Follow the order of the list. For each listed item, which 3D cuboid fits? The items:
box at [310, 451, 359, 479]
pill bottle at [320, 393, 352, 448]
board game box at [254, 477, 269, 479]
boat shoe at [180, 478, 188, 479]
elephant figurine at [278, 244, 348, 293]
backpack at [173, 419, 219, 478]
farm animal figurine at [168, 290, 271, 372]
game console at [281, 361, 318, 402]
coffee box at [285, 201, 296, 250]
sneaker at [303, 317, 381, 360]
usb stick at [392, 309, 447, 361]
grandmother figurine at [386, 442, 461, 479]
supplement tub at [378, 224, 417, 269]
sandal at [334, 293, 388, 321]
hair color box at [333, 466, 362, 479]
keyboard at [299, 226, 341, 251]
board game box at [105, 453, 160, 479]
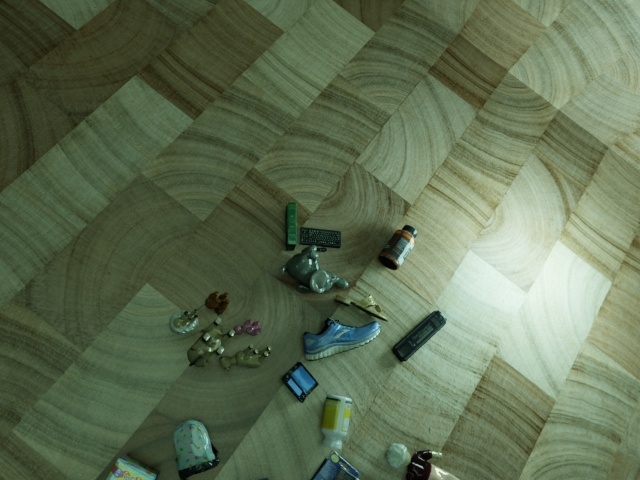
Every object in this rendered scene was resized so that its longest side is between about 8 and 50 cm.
[{"bbox_3d":[0.028,0.919,1.810,0.136,0.036,0.225,41,70,2],"label":"box"},{"bbox_3d":[0.057,0.687,1.853,0.103,0.103,0.184,14,71,-7],"label":"pill bottle"},{"bbox_3d":[-0.211,0.947,1.616,0.140,0.291,0.232,-7,75,-15],"label":"board game box"},{"bbox_3d":[-0.409,0.896,1.708,0.205,0.075,0.065,20,73,0],"label":"boat shoe"},{"bbox_3d":[-0.021,0.152,1.986,0.185,0.169,0.240,-31,98,10],"label":"elephant figurine"},{"bbox_3d":[-0.450,0.730,1.729,0.151,0.115,0.182,-14,74,-13],"label":"backpack"},{"bbox_3d":[-0.379,0.377,1.817,0.330,0.172,0.326,53,29,7],"label":"farm animal figurine"},{"bbox_3d":[-0.078,0.548,1.888,0.071,0.107,0.122,-43,84,8],"label":"game console"},{"bbox_3d":[-0.125,-0.058,2.043,0.040,0.113,0.184,1,74,-8],"label":"coffee box"},{"bbox_3d":[0.085,0.369,1.945,0.329,0.130,0.147,-14,79,-15],"label":"sneaker"},{"bbox_3d":[0.418,0.399,2.049,0.278,0.045,0.077,-37,76,-19],"label":"usb stick"},{"bbox_3d":[0.402,0.900,1.868,0.342,0.104,0.208,34,42,3],"label":"grandmother figurine"},{"bbox_3d":[0.343,0.026,2.116,0.106,0.106,0.198,38,70,2],"label":"supplement tub"},{"bbox_3d":[0.183,0.255,2.022,0.239,0.088,0.079,22,76,1],"label":"sandal"},{"bbox_3d":[0.212,0.962,1.741,0.347,0.174,0.105,35,70,-8],"label":"hair color box"},{"bbox_3d":[0.000,0.000,2.097,0.180,0.023,0.108,5,72,-9],"label":"keyboard"},{"bbox_3d":[-0.676,0.883,1.619,0.142,0.144,0.276,28,69,-2],"label":"board game box"}]
